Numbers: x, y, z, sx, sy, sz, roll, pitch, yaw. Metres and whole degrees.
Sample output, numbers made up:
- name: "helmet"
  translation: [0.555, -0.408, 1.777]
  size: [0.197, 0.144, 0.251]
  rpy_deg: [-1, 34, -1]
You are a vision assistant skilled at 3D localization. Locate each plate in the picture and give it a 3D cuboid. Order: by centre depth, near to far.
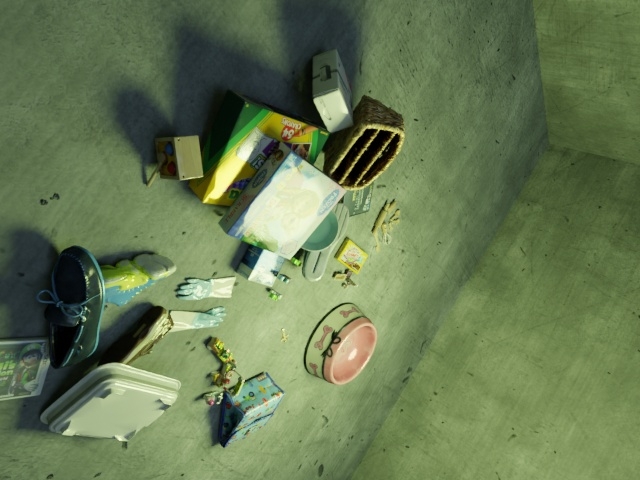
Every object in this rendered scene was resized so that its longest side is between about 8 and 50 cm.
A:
- name: "plate"
  translation: [-0.024, -0.052, 1.725]
  size: [0.188, 0.188, 0.024]
  rpy_deg: [-59, -178, -5]

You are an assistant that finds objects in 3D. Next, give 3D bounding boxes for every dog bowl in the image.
- name: "dog bowl"
  translation: [0.116, 0.520, 2.221]
  size: [0.408, 0.150, 0.408]
  rpy_deg: [-27, 131, -36]

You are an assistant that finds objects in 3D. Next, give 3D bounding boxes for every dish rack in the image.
- name: "dish rack"
  translation: [-0.608, 0.505, 1.364]
  size: [0.285, 0.072, 0.333]
  rpy_deg: [-40, 143, 4]

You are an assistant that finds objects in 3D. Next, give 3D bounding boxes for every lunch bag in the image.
- name: "lunch bag"
  translation: [-0.306, 0.732, 1.906]
  size: [0.221, 0.138, 0.293]
  rpy_deg: [-15, 134, -45]

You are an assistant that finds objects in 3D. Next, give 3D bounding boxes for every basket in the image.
- name: "basket"
  translation: [0.160, -0.304, 1.586]
  size: [0.213, 0.223, 0.299]
  rpy_deg: [26, 129, -17]

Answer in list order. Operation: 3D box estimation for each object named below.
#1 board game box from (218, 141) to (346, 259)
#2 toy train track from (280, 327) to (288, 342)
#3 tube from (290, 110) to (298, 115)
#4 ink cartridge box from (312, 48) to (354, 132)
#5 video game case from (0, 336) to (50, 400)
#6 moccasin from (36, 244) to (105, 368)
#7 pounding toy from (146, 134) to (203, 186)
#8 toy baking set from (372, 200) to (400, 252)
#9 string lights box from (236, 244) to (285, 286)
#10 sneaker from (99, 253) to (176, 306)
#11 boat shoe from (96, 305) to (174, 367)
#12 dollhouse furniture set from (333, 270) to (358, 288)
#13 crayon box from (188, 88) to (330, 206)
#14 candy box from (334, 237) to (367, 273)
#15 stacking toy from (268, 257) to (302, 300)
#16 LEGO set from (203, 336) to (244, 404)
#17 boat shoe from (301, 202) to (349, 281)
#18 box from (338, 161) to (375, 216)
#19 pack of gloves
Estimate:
- name: "board game box"
  translation: [-0.111, -0.110, 1.457]
  size: [0.318, 0.066, 0.318]
  rpy_deg: [-50, 143, 11]
- name: "toy train track"
  translation: [-0.154, 0.409, 1.952]
  size: [0.048, 0.014, 0.083]
  rpy_deg: [-34, 134, -32]
- name: "tube"
  translation: [-0.149, -0.339, 1.485]
  size: [0.207, 0.052, 0.080]
  rpy_deg: [-44, 134, -15]
- name: "ink cartridge box"
  translation: [0.040, -0.487, 1.481]
  size: [0.158, 0.092, 0.218]
  rpy_deg: [55, 29, -49]
- name: "video game case"
  translation: [-0.795, 0.329, 1.156]
  size: [0.190, 0.022, 0.173]
  rpy_deg: [11, 103, -51]
- name: "moccasin"
  translation: [-0.627, 0.184, 1.152]
  size: [0.117, 0.138, 0.342]
  rpy_deg: [-43, 145, -63]
- name: "pounding toy"
  translation: [-0.399, -0.211, 1.218]
  size: [0.100, 0.141, 0.130]
  rpy_deg: [-17, 109, -43]
- name: "toy baking set"
  translation: [0.320, -0.066, 2.201]
  size: [0.197, 0.030, 0.256]
  rpy_deg: [30, 88, -53]
- name: "string lights box"
  translation: [-0.182, 0.028, 1.639]
  size: [0.133, 0.077, 0.259]
  rpy_deg: [26, 91, -53]
- name: "sneaker"
  translation: [-0.535, 0.114, 1.295]
  size: [0.240, 0.091, 0.126]
  rpy_deg: [-8, 135, -47]
- name: "boat shoe"
  translation: [-0.546, 0.322, 1.375]
  size: [0.257, 0.095, 0.095]
  rpy_deg: [-46, 134, -21]
- name: "dollhouse furniture set"
  translation: [0.111, 0.199, 2.073]
  size: [0.114, 0.081, 0.091]
  rpy_deg: [5, 121, -42]
- name: "crayon box"
  translation: [-0.180, -0.253, 1.404]
  size: [0.363, 0.106, 0.313]
  rpy_deg: [4, 120, -50]
- name: "candy box"
  translation: [0.144, 0.074, 2.084]
  size: [0.206, 0.027, 0.105]
  rpy_deg: [37, 80, -52]
- name: "stacking toy"
  translation: [-0.136, 0.139, 1.699]
  size: [0.167, 0.052, 0.221]
  rpy_deg: [-59, 178, -4]
- name: "LEGO set"
  translation: [-0.351, 0.489, 1.696]
  size: [0.132, 0.107, 0.287]
  rpy_deg: [-12, 121, -45]
- name: "boat shoe"
  translation: [0.000, 0.000, 1.806]
  size: [0.121, 0.119, 0.335]
  rpy_deg: [30, 80, -18]
- name: "box"
  translation: [0.143, -0.218, 1.881]
  size: [0.183, 0.059, 0.232]
  rpy_deg: [-16, 122, -42]
- name: "pack of gloves"
  translation: [-0.391, 0.222, 1.541]
  size: [0.232, 0.046, 0.195]
  rpy_deg: [3, 110, -50]
